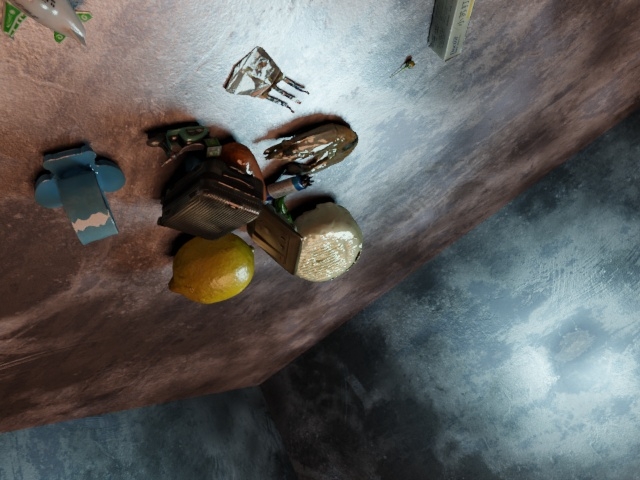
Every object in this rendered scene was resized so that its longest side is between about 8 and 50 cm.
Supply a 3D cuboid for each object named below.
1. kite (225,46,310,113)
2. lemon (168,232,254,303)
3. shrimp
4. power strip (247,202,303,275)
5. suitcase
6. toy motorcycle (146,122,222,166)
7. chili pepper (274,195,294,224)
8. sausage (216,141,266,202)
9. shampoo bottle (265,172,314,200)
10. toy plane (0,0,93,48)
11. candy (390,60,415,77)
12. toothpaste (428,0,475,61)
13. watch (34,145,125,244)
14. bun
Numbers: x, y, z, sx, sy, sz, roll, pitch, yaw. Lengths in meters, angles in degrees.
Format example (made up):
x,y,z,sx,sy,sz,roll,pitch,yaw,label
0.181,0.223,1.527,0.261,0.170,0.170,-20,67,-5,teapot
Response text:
x,y,z,sx,sy,sz,roll,pitch,yaw,label
-0.128,-0.404,1.196,0.141,0.015,0.245,-41,149,26,kite
-0.378,0.094,1.595,0.319,0.245,0.245,-23,154,-9,lemon
-0.030,-0.278,1.474,0.360,0.085,0.247,-15,158,-35,shrimp
-0.153,-0.030,1.620,0.092,0.257,0.251,-40,162,-35,power strip
-0.313,-0.102,1.299,0.202,0.128,0.312,21,150,-38,suitcase
-0.349,-0.246,1.161,0.173,0.100,0.058,-15,152,-30,toy motorcycle
-0.130,-0.099,1.666,0.050,0.073,0.182,-22,118,-17,chili pepper
-0.232,-0.196,1.363,0.113,0.114,0.259,-26,156,-8,sausage
-0.111,-0.179,1.525,0.183,0.050,0.087,-16,173,18,shampoo bottle
-0.469,-0.402,0.772,0.174,0.080,0.174,-22,152,-12,toy plane
0.246,-0.514,1.383,0.083,0.025,0.023,-30,128,22,candy
0.352,-0.625,1.203,0.071,0.089,0.313,-29,155,-12,toothpaste
-0.567,-0.096,1.102,0.211,0.193,0.211,-25,156,-12,watch
0.000,0.000,1.864,0.359,0.211,0.360,-18,141,-15,bun
